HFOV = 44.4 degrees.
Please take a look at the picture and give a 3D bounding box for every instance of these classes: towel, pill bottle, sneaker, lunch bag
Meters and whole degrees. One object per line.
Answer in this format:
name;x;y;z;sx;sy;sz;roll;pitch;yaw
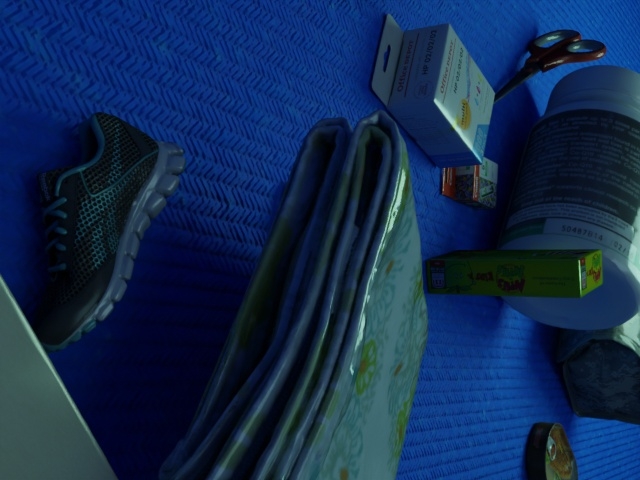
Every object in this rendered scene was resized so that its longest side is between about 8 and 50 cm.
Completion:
towel;0.013;0.132;0.602;0.374;0.090;0.320;75;31;-55
pill bottle;0.383;-0.070;1.133;0.204;0.204;0.361;53;48;-41
sneaker;-0.151;-0.010;0.494;0.076;0.065;0.166;37;54;-30
lunch bag;0.504;0.145;1.339;0.287;0.169;0.235;60;44;-42

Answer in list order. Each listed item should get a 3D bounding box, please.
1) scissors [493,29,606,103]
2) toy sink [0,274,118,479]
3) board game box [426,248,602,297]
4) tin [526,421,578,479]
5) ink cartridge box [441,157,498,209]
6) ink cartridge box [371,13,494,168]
scissors;0.313;-0.261;1.182;0.297;0.109;0.021;-28;134;-27
toy sink;-0.194;0.129;0.351;0.153;0.131;0.234;-48;127;-44
board game box;0.227;0.037;0.922;0.092;0.181;0.043;-11;99;-55
tin;0.374;0.370;1.259;0.190;0.040;0.106;61;39;-34
ink cartridge box;0.194;-0.079;1.011;0.115;0.029;0.063;12;79;-55
ink cartridge box;0.133;-0.171;0.896;0.181;0.061;0.104;37;60;-49
